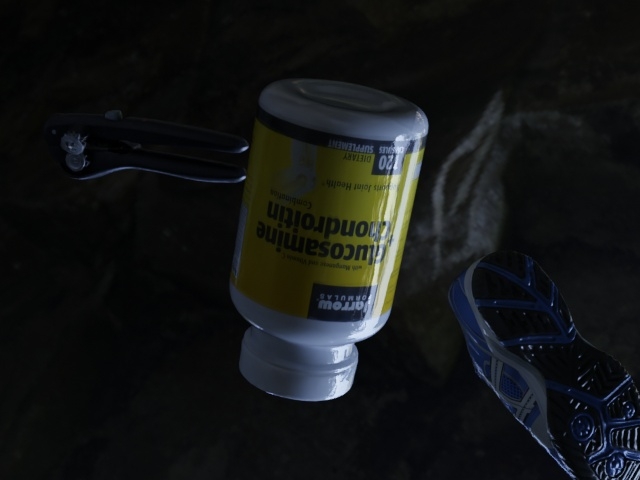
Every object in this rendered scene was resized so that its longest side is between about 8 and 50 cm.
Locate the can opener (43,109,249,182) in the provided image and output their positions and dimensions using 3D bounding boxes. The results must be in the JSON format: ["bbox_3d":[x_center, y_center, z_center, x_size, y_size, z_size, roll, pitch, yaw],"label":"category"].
[{"bbox_3d":[-0.146,-0.080,0.953,0.186,0.059,0.073,5,-151,21],"label":"can opener"}]

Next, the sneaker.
[{"bbox_3d":[0.170,0.101,0.859,0.080,0.211,0.081,-32,-176,-21],"label":"sneaker"}]

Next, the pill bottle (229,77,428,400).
[{"bbox_3d":[0.000,0.000,0.702,0.103,0.103,0.184,37,-57,53],"label":"pill bottle"}]
